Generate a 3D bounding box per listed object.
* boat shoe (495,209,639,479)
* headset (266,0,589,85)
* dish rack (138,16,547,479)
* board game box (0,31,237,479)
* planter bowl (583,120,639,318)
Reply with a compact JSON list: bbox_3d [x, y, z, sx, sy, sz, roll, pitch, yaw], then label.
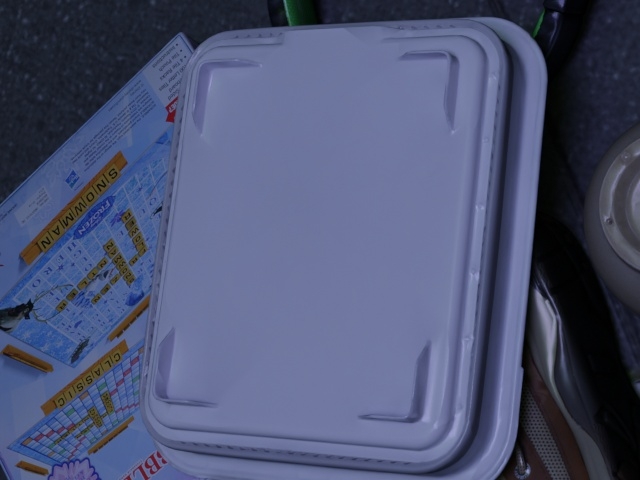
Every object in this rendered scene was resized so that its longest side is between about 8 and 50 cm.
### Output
[{"bbox_3d":[0.158,0.140,1.069,0.120,0.123,0.324,-28,64,26],"label":"boat shoe"},{"bbox_3d":[0.072,-0.266,1.113,0.243,0.185,0.394,12,100,26],"label":"headset"},{"bbox_3d":[0.000,0.000,1.068,0.286,0.072,0.332,1,78,29],"label":"dish rack"},{"bbox_3d":[-0.132,0.058,1.209,0.319,0.066,0.318,-41,60,14],"label":"board game box"},{"bbox_3d":[0.244,-0.018,1.042,0.162,0.109,0.162,-4,82,26],"label":"planter bowl"}]
